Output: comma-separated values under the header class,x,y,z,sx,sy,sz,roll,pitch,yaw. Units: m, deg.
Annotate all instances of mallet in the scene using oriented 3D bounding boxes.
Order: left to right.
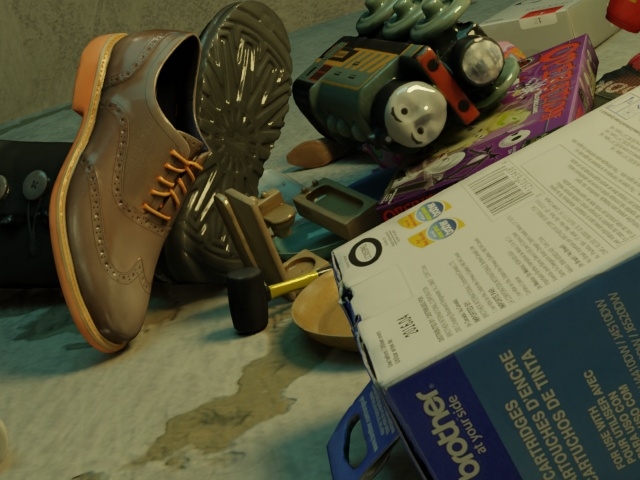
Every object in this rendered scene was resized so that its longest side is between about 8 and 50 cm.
class,x,y,z,sx,sy,sz,roll,pitch,yaw
mallet,-0.012,0.032,1.197,0.189,0.062,0.039,-24,23,-24

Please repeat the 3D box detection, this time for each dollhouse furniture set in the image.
class,x,y,z,sx,sy,sz,roll,pitch,yaw
dollhouse furniture set,-0.029,-0.045,1.271,0.151,0.123,0.144,-34,32,-19

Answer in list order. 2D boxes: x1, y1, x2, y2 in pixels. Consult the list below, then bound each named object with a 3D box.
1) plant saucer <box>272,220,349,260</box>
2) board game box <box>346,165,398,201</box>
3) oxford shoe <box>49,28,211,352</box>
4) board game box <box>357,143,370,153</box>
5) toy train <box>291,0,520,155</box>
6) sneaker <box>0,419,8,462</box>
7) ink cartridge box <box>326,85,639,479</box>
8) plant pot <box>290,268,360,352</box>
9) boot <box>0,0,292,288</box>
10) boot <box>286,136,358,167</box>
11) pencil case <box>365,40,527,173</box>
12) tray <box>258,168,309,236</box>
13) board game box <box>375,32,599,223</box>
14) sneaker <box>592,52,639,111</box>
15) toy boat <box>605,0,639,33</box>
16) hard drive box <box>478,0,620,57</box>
class,x,y,z,sx,sy,sz,roll,pitch,yaw
plant saucer,0.000,0.000,1.354,0.119,0.021,0.119,-15,17,5
board game box,0.087,-0.055,1.431,0.168,0.033,0.133,-10,20,41
oxford shoe,-0.195,-0.063,1.240,0.132,0.364,0.130,-7,-17,26
board game box,0.111,-0.193,1.725,0.194,0.060,0.194,-23,35,-37
toy train,0.089,-0.185,1.340,0.190,0.142,0.334,-43,22,-4
sneaker,-0.391,0.197,1.032,0.216,0.079,0.121,-15,12,-23
ink cartridge box,0.164,0.040,0.790,0.395,0.151,0.270,-27,17,3
plant pot,0.089,0.050,1.101,0.236,0.032,0.236,-15,18,5
boot,-0.267,-0.110,1.481,0.445,0.146,0.367,-3,63,40
boot,0.016,-0.141,1.762,0.118,0.042,0.087,-9,12,19
pencil case,0.177,-0.176,1.582,0.124,0.124,0.284,2,26,46
tray,-0.081,-0.053,1.585,0.145,0.030,0.270,-19,17,-12
board game box,0.193,-0.121,1.277,0.208,0.056,0.347,-16,21,23
sneaker,0.363,-0.128,1.296,0.135,0.098,0.276,-25,22,5
toy boat,0.467,-0.237,1.235,0.318,0.148,0.267,30,27,12
hard drive box,0.404,-0.374,2.030,0.181,0.089,0.232,-4,21,37
